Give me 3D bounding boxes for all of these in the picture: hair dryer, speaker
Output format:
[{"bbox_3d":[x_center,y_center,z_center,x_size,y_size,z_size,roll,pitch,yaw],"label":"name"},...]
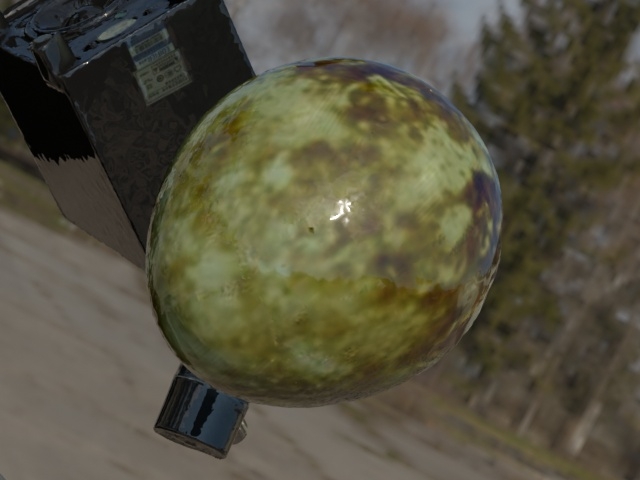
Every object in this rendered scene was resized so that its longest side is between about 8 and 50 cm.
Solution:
[{"bbox_3d":[-0.085,0.145,1.646,0.071,0.124,0.219,21,-17,12],"label":"hair dryer"},{"bbox_3d":[-0.175,-0.135,1.683,0.232,0.184,0.254,28,-33,55],"label":"speaker"}]

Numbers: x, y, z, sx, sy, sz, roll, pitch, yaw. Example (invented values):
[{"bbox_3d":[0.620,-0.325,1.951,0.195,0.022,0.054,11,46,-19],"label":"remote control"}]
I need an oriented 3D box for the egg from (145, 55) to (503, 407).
[{"bbox_3d":[0.000,0.000,1.255,0.238,0.238,0.289,27,38,11],"label":"egg"}]

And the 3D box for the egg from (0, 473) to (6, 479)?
[{"bbox_3d":[-0.428,0.243,1.619,0.337,0.201,0.337,43,0,0],"label":"egg"}]
